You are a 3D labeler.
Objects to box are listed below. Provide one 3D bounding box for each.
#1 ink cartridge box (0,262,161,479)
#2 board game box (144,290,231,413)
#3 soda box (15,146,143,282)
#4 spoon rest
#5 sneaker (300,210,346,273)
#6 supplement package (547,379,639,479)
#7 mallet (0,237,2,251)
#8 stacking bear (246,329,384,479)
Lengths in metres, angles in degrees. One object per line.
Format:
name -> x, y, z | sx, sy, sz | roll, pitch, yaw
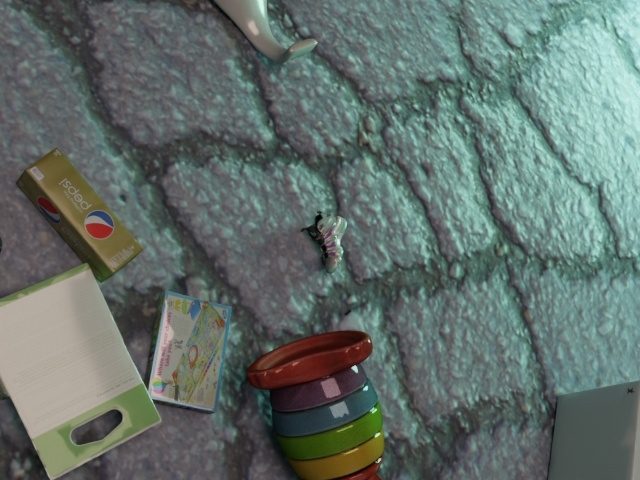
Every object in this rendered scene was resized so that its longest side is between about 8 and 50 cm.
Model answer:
ink cartridge box -> -0.333, 0.168, 1.341 | 0.171, 0.056, 0.235 | -25, 91, -32
board game box -> -0.185, 0.157, 1.442 | 0.103, 0.026, 0.154 | 17, 68, -24
soda box -> -0.327, -0.033, 1.401 | 0.058, 0.061, 0.181 | -43, 97, -32
spoon rest -> -0.114, -0.387, 1.631 | 0.137, 0.084, 0.276 | -25, 75, -34
sneaker -> 0.000, 0.000, 1.591 | 0.069, 0.038, 0.098 | 20, 57, -21
supplement package -> 0.539, 0.370, 1.680 | 0.262, 0.198, 0.199 | 23, 66, -22
mallet -> -0.449, -0.057, 1.339 | 0.039, 0.062, 0.190 | -7, 78, -32
stacking bear -> 0.021, 0.286, 1.445 | 0.175, 0.164, 0.289 | -16, 95, -1
